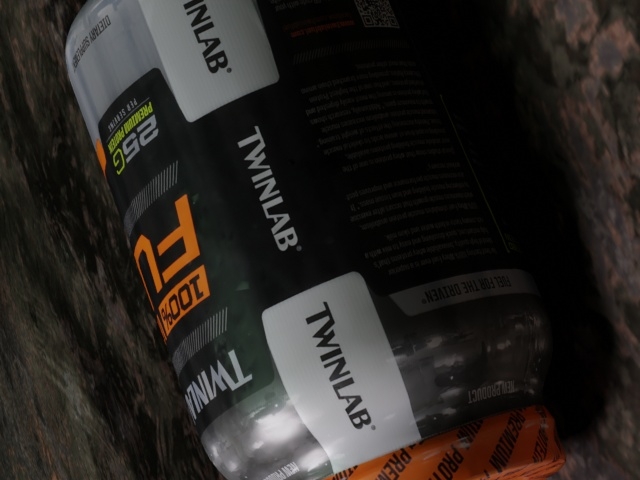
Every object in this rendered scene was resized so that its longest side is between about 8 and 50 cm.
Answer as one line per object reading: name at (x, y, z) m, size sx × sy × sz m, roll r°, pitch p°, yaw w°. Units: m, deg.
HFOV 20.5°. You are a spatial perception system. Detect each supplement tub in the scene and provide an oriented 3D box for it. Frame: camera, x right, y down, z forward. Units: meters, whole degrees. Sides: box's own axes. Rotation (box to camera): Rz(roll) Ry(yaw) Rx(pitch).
supplement tub at (0.000, 0.000, 1.004) m, size 0.338 × 0.207 × 0.207 m, roll 68°, pitch 158°, yaw 17°
